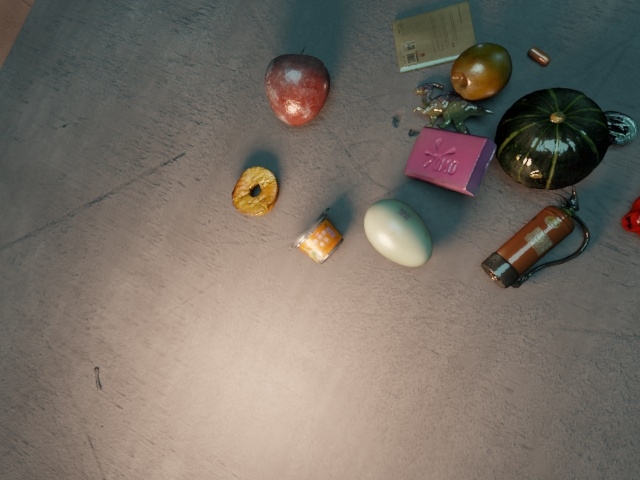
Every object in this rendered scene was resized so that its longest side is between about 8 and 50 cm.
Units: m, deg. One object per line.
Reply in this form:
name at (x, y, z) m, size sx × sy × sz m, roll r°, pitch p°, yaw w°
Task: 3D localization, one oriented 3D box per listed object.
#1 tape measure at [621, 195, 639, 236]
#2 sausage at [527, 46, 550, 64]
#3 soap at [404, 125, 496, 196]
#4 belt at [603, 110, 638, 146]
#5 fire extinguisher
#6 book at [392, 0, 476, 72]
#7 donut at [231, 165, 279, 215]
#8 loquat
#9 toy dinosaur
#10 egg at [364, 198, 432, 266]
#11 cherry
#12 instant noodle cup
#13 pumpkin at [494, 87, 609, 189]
tape measure at (1.094, -0.088, 1.307) m, size 0.260 × 0.114 × 0.253 m, roll 35°, pitch 92°, yaw 14°
sausage at (0.758, -0.639, 1.487) m, size 0.083 × 0.034 × 0.034 m, roll 42°, pitch 93°, yaw 13°
soap at (0.423, -0.266, 1.421) m, size 0.259 × 0.081 × 0.181 m, roll 29°, pitch 99°, yaw 46°
belt at (0.953, -0.361, 1.399) m, size 0.139 × 0.058 × 0.106 m, roll 22°, pitch 91°, yaw 13°
fire extinguisher at (0.715, 0.011, 1.394) m, size 0.376 × 0.113 × 0.200 m, roll -44°, pitch 119°, yaw 5°
book at (0.417, -0.745, 1.577) m, size 0.282 × 0.025 × 0.215 m, roll -7°, pitch 82°, yaw 11°
donut at (-0.238, -0.178, 1.619) m, size 0.174 × 0.074 × 0.191 m, roll 6°, pitch 80°, yaw 14°
loquat at (0.546, -0.568, 1.444) m, size 0.227 × 0.179 × 0.179 m, roll -28°, pitch 76°, yaw -24°
toy dinosaur at (0.445, -0.458, 1.508) m, size 0.294 × 0.077 × 0.162 m, roll 33°, pitch 88°, yaw 14°
egg at (0.262, -0.023, 1.438) m, size 0.183 × 0.183 × 0.264 m, roll -44°, pitch 83°, yaw 3°
cherry at (-0.086, -0.569, 1.566) m, size 0.235 × 0.212 × 0.286 m, roll 13°, pitch 95°, yaw 22°
instant noodle cup at (0.000, 0.000, 1.508) m, size 0.125 × 0.178 × 0.208 m, roll 43°, pitch 124°, yaw -2°
pumpkin at (0.709, -0.313, 1.334) m, size 0.322 × 0.241 × 0.324 m, roll -10°, pitch 60°, yaw 18°
